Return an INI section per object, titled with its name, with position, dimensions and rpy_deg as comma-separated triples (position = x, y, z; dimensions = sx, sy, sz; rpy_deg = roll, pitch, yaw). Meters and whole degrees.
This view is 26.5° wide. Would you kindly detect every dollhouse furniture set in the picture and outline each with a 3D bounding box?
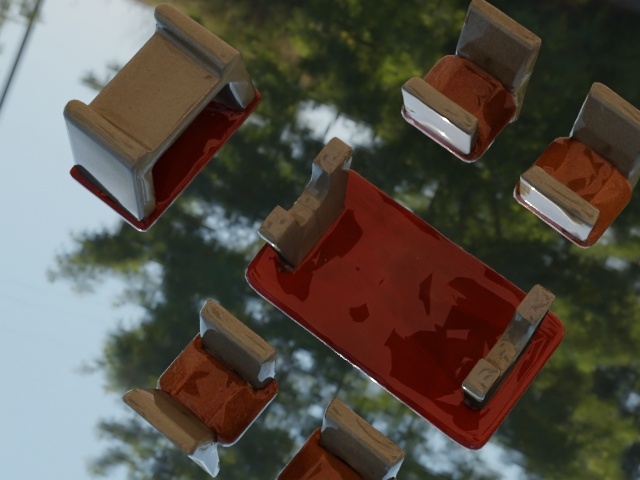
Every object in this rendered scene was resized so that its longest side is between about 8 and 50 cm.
[dollhouse furniture set]
position = 0.000, 0.000, 0.700
dimensions = 0.259, 0.262, 0.135
rpy_deg = 37, 167, 13
